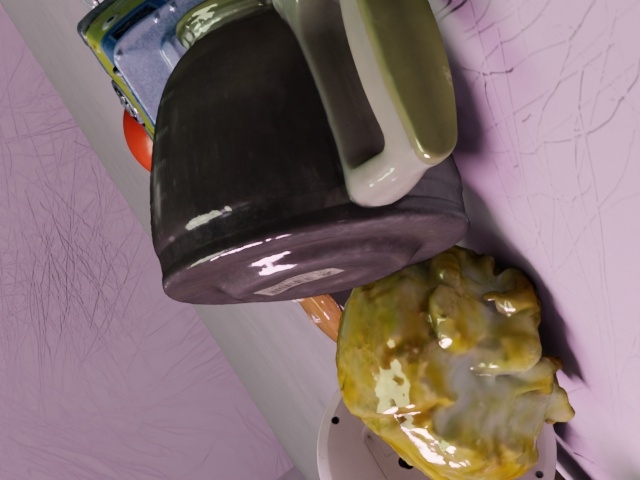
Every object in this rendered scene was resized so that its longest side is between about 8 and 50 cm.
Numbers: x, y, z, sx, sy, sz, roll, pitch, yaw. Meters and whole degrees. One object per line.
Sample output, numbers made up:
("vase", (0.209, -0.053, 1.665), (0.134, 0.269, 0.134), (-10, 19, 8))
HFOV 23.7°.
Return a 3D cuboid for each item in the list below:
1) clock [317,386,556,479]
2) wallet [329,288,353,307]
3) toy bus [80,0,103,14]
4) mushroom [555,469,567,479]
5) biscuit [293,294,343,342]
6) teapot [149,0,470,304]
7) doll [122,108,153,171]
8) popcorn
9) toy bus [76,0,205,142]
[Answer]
("clock", (0.112, 0.210, 1.469), (0.230, 0.230, 0.083), (49, 165, 25))
("wallet", (0.000, 0.000, 1.783), (0.377, 0.051, 0.197), (40, 160, 48))
("toy bus", (-0.236, -0.289, 1.794), (0.087, 0.089, 0.194), (48, 167, 30))
("mushroom", (0.262, 0.309, 1.501), (0.247, 0.108, 0.096), (48, 134, 17))
("biscuit", (-0.070, 0.009, 2.128), (0.340, 0.047, 0.216), (56, 170, -6))
("teapot", (-0.028, -0.089, 1.133), (0.321, 0.239, 0.239), (65, -168, -79))
("doll", (-0.166, -0.135, 1.786), (0.161, 0.130, 0.290), (-139, 36, -56))
("popcorn", (0.108, 0.108, 1.311), (0.221, 0.183, 0.204), (59, 175, -29))
("toy bus", (-0.095, -0.120, 1.540), (0.312, 0.152, 0.190), (58, 170, -25))
